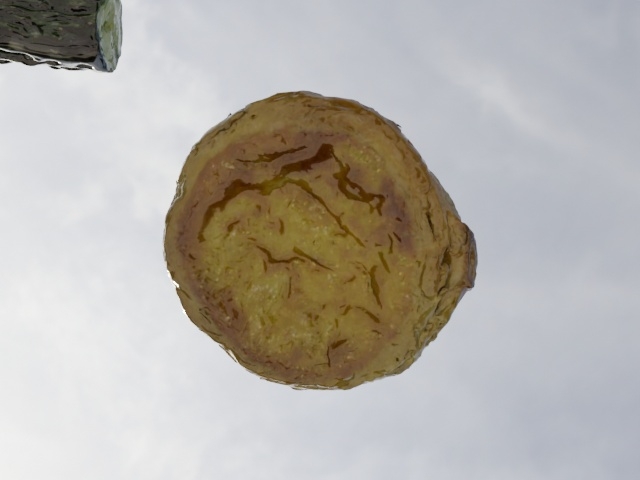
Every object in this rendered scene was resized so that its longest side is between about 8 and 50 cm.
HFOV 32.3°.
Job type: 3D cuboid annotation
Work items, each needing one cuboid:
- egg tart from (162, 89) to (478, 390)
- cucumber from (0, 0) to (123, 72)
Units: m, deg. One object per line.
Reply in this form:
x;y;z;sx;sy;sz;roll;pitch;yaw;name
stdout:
-0.003;0.002;1.169;0.341;0.129;0.341;5;-75;17;egg tart
-0.192;-0.122;0.554;0.187;0.058;0.058;10;-71;-9;cucumber
